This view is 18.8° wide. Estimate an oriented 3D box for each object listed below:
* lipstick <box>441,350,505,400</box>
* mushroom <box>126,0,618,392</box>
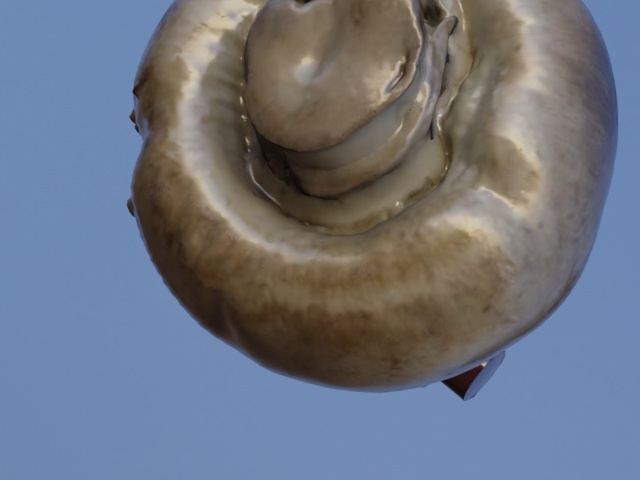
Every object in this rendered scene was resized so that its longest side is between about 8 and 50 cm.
[{"bbox_3d":[0.000,0.000,1.585,0.356,0.057,0.057,40,-26,16],"label":"lipstick"},{"bbox_3d":[0.013,-0.034,0.628,0.166,0.166,0.127,30,-9,33],"label":"mushroom"}]
